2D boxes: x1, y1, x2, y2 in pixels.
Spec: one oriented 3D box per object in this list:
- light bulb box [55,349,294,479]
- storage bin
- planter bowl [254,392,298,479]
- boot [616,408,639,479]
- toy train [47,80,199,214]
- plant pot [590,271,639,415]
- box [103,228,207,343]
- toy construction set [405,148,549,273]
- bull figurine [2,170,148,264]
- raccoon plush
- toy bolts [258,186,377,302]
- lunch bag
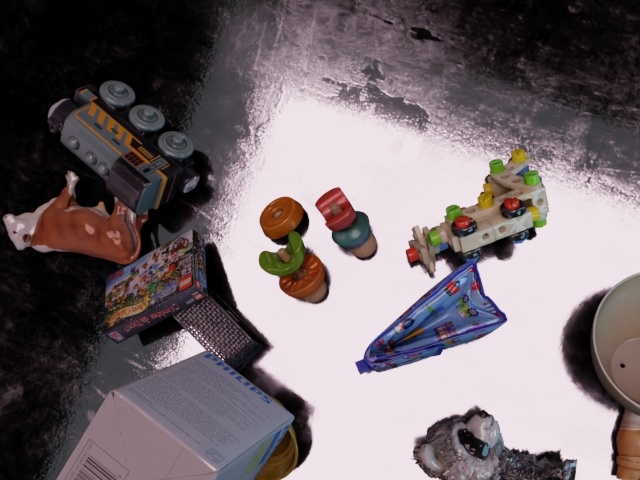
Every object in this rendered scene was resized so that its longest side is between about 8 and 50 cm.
[{"bbox_3d":[-0.276,0.420,1.620,0.225,0.361,0.358,36,103,12],"label":"light bulb box"},{"bbox_3d":[-0.210,0.180,1.888,0.180,0.122,0.084,43,88,10],"label":"storage bin"},{"bbox_3d":[-0.127,0.371,1.848,0.217,0.090,0.217,12,122,19],"label":"planter bowl"},{"bbox_3d":[0.673,0.409,1.781,0.197,0.073,0.152,8,82,20],"label":"boot"},{"bbox_3d":[-0.412,-0.200,1.922,0.334,0.142,0.190,41,44,11],"label":"toy train"},{"bbox_3d":[0.639,0.220,1.736,0.284,0.191,0.284,-1,65,3],"label":"plant pot"},{"bbox_3d":[-0.338,0.093,1.883,0.233,0.044,0.159,-28,43,18],"label":"box"},{"bbox_3d":[0.314,-0.050,1.828,0.328,0.215,0.151,-33,120,2],"label":"toy construction set"},{"bbox_3d":[-0.515,-0.045,1.966,0.310,0.101,0.188,13,82,9],"label":"bull figurine"},{"bbox_3d":[0.306,0.549,1.745,0.299,0.216,0.446,10,83,16],"label":"raccoon plush"},{"bbox_3d":[0.000,0.000,1.911,0.228,0.158,0.218,-31,39,11],"label":"toy bolts"},{"bbox_3d":[0.196,0.174,1.791,0.293,0.221,0.138,-29,80,2],"label":"lunch bag"}]
